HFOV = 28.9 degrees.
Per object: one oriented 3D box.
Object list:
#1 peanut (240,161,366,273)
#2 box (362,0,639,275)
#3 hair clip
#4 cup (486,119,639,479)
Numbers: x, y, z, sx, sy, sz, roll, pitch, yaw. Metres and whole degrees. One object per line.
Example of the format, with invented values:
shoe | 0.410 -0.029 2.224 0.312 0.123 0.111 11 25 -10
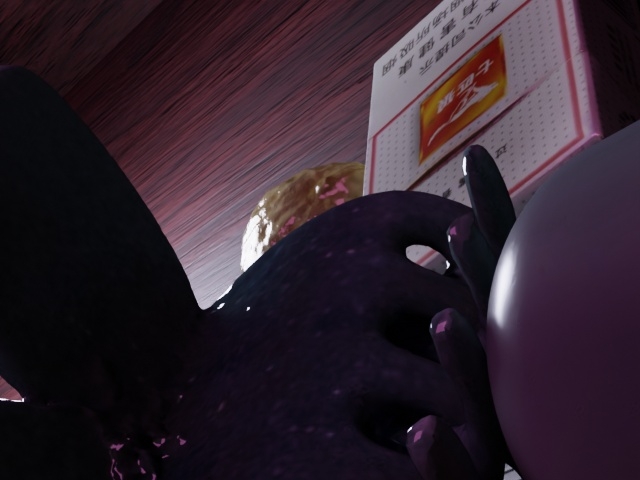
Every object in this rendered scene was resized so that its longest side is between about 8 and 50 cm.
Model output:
peanut | 0.000 0.000 0.997 0.159 0.109 0.140 -44 37 32
box | 0.131 -0.080 0.881 0.210 0.095 0.330 -40 26 31
hair clip | -0.010 0.110 0.589 0.238 0.392 0.318 -15 32 23
cup | 0.212 0.013 0.419 0.312 0.205 0.205 -28 32 47
